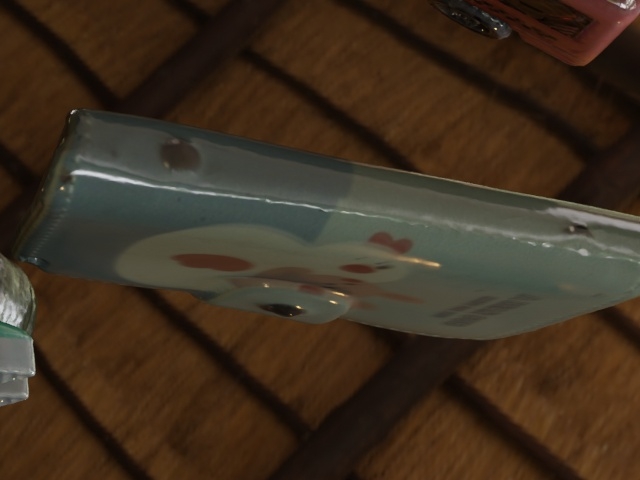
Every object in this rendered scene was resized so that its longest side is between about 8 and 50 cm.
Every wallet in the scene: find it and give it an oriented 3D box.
[{"bbox_3d":[0.000,0.000,0.839,0.360,0.252,0.083,11,-104,-17],"label":"wallet"}]

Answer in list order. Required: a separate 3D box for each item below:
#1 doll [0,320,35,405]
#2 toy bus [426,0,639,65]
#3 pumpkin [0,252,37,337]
[{"bbox_3d":[-0.379,0.145,1.205,0.258,0.195,0.153,-13,-114,4],"label":"doll"},{"bbox_3d":[0.049,-0.296,0.922,0.427,0.203,0.233,27,-179,-1],"label":"toy bus"},{"bbox_3d":[-0.388,0.055,1.390,0.211,0.211,0.152,27,-111,17],"label":"pumpkin"}]
